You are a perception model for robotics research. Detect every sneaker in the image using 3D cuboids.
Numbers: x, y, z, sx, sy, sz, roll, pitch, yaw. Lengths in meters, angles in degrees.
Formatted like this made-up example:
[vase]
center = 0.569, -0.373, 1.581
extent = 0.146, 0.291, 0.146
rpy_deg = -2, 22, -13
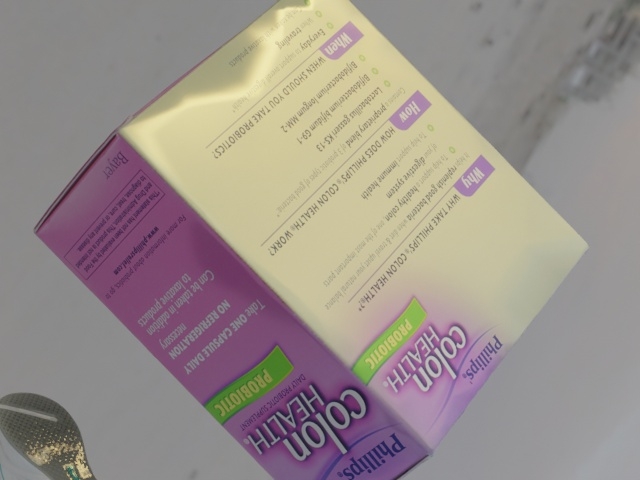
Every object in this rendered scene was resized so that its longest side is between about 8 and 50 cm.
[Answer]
[sneaker]
center = -0.129, 0.150, 0.902
extent = 0.053, 0.152, 0.061
rpy_deg = -3, 134, -40

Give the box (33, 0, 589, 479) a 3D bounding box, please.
[box]
center = 0.000, 0.000, 1.038
extent = 0.117, 0.243, 0.213
rpy_deg = -44, -178, 46
